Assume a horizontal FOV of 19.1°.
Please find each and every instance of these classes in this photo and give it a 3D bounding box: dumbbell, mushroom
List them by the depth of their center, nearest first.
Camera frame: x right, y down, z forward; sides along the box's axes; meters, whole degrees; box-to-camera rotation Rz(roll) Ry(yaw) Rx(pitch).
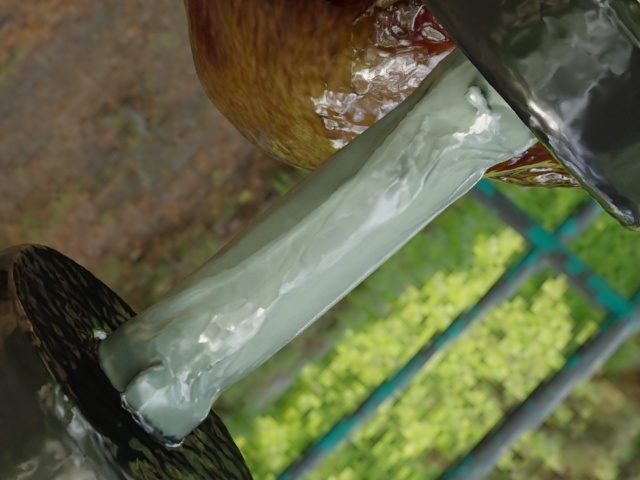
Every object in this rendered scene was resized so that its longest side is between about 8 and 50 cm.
[{"bbox_3d":[0.000,0.000,0.461,0.191,0.100,0.100,-40,165,11],"label":"dumbbell"},{"bbox_3d":[0.088,-0.163,1.084,0.345,0.345,0.259,-17,120,-60],"label":"mushroom"}]
